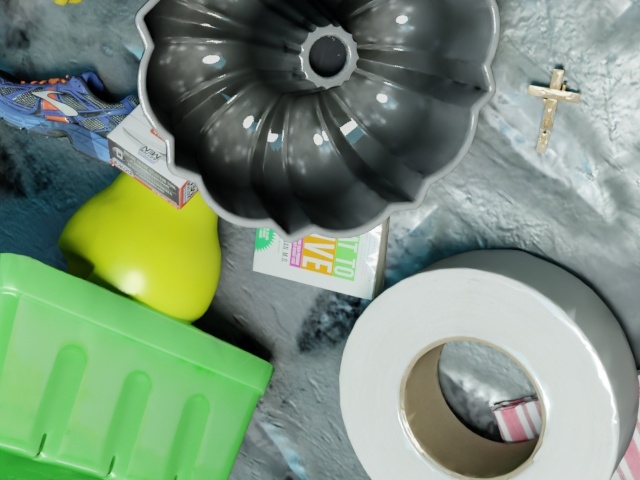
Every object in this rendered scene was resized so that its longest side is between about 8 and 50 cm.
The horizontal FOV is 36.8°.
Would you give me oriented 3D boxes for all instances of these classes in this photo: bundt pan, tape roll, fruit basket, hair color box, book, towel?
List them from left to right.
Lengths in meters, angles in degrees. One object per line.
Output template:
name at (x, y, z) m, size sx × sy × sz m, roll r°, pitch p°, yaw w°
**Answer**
fruit basket at (-0.235, 0.085, 1.037) m, size 0.283 × 0.392 × 0.392 m, roll -20°, pitch 99°, yaw 37°
hair color box at (-0.126, -0.123, 0.978) m, size 0.093 × 0.167 × 0.053 m, roll 35°, pitch 153°, yaw 10°
bundt pan at (-0.012, -0.170, 0.866) m, size 0.331 × 0.124 × 0.330 m, roll -6°, pitch 108°, yaw -19°
book at (0.000, 0.000, 1.041) m, size 0.144 × 0.035 × 0.096 m, roll 12°, pitch 108°, yaw 21°
tape roll at (0.165, 0.155, 0.958) m, size 0.286 × 0.100 × 0.286 m, roll 6°, pitch 104°, yaw 28°
towel at (0.291, 0.210, 0.986) m, size 0.197 × 0.029 × 0.144 m, roll -21°, pitch 98°, yaw 31°

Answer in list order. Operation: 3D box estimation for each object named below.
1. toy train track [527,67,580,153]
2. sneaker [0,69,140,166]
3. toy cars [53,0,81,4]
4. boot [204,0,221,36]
toy train track at (0.217, -0.123, 0.912) m, size 0.048 × 0.014 × 0.083 m, roll 13°, pitch 118°, yaw 12°
sneaker at (-0.284, -0.156, 1.093) m, size 0.221 × 0.083 × 0.087 m, roll 22°, pitch 101°, yaw 10°
toy cars at (-0.317, -0.306, 1.006) m, size 0.394 × 0.087 × 0.176 m, roll 1°, pitch 93°, yaw 47°
boot at (-0.141, -0.265, 0.966) m, size 0.179 × 0.085 × 0.236 m, roll 8°, pitch 112°, yaw 42°
